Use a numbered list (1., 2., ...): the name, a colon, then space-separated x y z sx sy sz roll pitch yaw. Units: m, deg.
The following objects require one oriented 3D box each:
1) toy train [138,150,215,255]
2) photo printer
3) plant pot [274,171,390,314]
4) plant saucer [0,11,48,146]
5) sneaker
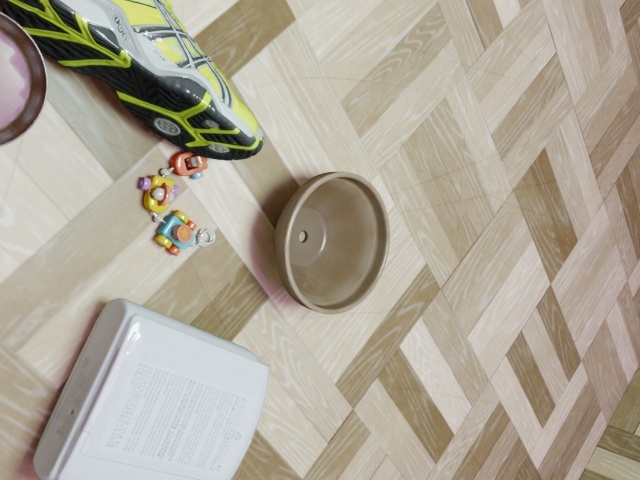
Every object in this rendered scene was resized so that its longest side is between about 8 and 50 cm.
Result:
1. toy train: -0.198 -0.059 0.984 0.125 0.046 0.166 -21 110 -37
2. photo printer: -0.221 0.251 0.976 0.308 0.107 0.255 31 77 -41
3. plant pot: 0.000 0.000 1.129 0.237 0.110 0.237 -8 102 -41
4. plant saucer: -0.410 -0.190 0.774 0.169 0.029 0.168 -11 110 -33
5. sneaker: -0.207 -0.246 0.870 0.385 0.145 0.147 39 57 -36
